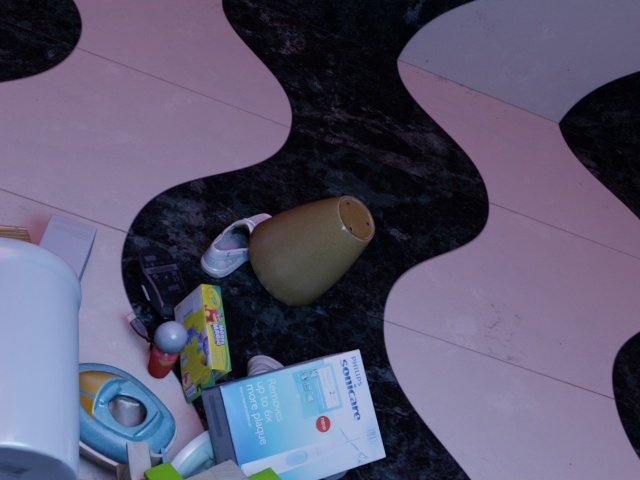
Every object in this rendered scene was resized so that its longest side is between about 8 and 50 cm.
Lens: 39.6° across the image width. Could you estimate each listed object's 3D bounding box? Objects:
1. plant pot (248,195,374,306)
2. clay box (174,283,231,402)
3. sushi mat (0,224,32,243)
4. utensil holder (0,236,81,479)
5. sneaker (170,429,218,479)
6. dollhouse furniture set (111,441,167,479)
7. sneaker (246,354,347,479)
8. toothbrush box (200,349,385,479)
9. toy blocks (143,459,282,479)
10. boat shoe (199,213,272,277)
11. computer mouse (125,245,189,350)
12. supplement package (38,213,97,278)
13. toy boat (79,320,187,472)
[{"bbox_3d":[0.000,0.000,2.112,0.237,0.254,0.237,27,46,-33],"label":"plant pot"},{"bbox_3d":[-0.246,0.218,1.858,0.053,0.127,0.221,8,58,-36],"label":"clay box"},{"bbox_3d":[-0.777,-0.001,1.885,0.317,0.019,0.151,7,27,-25],"label":"sushi mat"},{"bbox_3d":[-0.573,0.242,1.516,0.328,0.327,0.385,7,50,-24],"label":"utensil holder"},{"bbox_3d":[-0.166,0.437,1.719,0.256,0.094,0.151,-16,57,-43],"label":"sneaker"},{"bbox_3d":[-0.290,0.456,1.558,0.129,0.183,0.128,5,45,-26],"label":"dollhouse furniture set"},{"bbox_3d":[-0.048,0.358,1.862,0.292,0.108,0.169,52,1,-12],"label":"sneaker"},{"bbox_3d":[-0.051,0.347,1.686,0.296,0.126,0.216,-10,84,-28],"label":"toothbrush box"},{"bbox_3d":[-0.253,0.531,1.453,0.382,0.260,0.191,-14,39,-39],"label":"toy blocks"},{"bbox_3d":[-0.185,-0.007,2.192,0.098,0.096,0.277,34,39,10],"label":"boat shoe"},{"bbox_3d":[-0.366,0.139,1.966,0.184,0.060,0.262,-17,68,-46],"label":"computer mouse"},{"bbox_3d":[-0.560,0.049,1.912,0.105,0.105,0.179,18,39,-12],"label":"supplement package"},{"bbox_3d":[-0.369,0.285,1.729,0.268,0.148,0.318,32,40,6],"label":"toy boat"}]
